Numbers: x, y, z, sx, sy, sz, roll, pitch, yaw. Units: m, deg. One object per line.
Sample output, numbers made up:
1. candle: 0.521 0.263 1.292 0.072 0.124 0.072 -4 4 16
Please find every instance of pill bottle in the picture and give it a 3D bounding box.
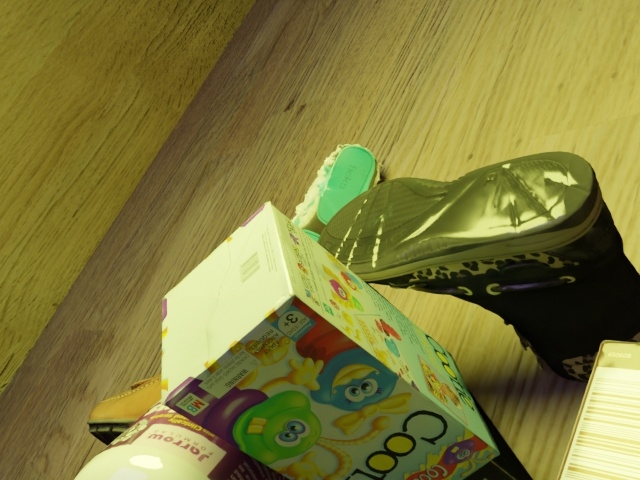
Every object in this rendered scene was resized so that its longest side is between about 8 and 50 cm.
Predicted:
1. pill bottle: -0.123 0.235 0.655 0.169 0.169 0.301 -37 1 21

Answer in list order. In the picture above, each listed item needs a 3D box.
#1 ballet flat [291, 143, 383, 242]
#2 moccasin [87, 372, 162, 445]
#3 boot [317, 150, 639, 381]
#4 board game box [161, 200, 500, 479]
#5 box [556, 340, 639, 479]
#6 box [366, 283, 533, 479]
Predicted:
1. ballet flat: 0.000 0.000 1.366 0.147 0.147 0.409 -5 49 52
2. moccasin: -0.155 0.197 0.930 0.380 0.139 0.147 -27 35 35
3. boot: 0.195 0.047 0.841 0.377 0.284 0.138 -14 45 45
4. board game box: 0.008 0.122 0.650 0.142 0.275 0.144 -41 30 15
5. box: 0.319 0.203 0.570 0.167 0.203 0.168 -5 52 52
6. box: 0.043 0.274 0.893 0.312 0.179 0.343 -44 29 8
